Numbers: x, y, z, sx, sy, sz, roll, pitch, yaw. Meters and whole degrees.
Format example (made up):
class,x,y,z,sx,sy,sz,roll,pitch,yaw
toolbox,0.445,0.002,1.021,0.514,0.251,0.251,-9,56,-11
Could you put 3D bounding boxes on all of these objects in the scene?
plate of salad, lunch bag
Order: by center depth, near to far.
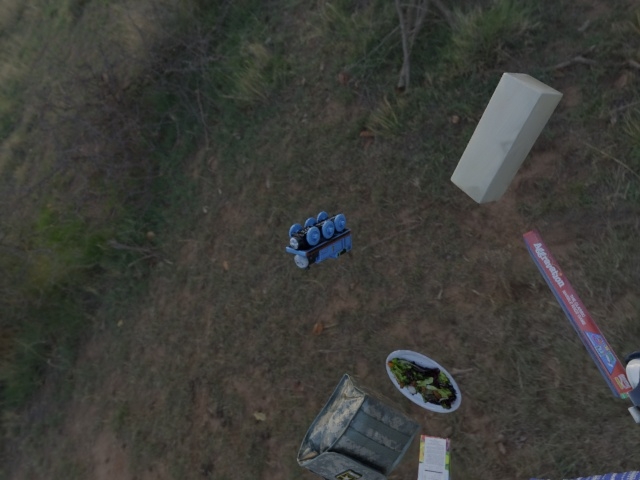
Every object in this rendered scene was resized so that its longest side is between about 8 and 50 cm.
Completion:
class,x,y,z,sx,sy,sz,roll,pitch,yaw
plate of salad,0.242,0.350,1.135,0.199,0.200,0.048,5,34,41
lunch bag,0.102,0.570,1.330,0.287,0.235,0.169,-56,22,-3

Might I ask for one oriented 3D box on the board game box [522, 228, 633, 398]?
class,x,y,z,sx,sy,sz,roll,pitch,yaw
board game box,0.429,0.121,0.784,0.027,0.145,0.281,-30,63,19

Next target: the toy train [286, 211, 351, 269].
class,x,y,z,sx,sy,sz,roll,pitch,yaw
toy train,0.000,0.000,1.096,0.080,0.184,0.105,10,116,39

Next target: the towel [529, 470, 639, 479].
class,x,y,z,sx,sy,sz,roll,pitch,yaw
towel,0.461,0.465,0.831,0.336,0.243,0.040,-42,62,44

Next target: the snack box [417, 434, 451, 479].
class,x,y,z,sx,sy,sz,roll,pitch,yaw
snack box,0.133,0.308,0.545,0.037,0.141,0.100,2,44,18

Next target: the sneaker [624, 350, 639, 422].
class,x,y,z,sx,sy,sz,roll,pitch,yaw
sneaker,0.407,0.137,0.481,0.153,0.235,0.094,-10,56,-6

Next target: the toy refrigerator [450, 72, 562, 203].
class,x,y,z,sx,sy,sz,roll,pitch,yaw
toy refrigerator,0.411,-0.224,1.050,0.102,0.094,0.270,51,137,36
